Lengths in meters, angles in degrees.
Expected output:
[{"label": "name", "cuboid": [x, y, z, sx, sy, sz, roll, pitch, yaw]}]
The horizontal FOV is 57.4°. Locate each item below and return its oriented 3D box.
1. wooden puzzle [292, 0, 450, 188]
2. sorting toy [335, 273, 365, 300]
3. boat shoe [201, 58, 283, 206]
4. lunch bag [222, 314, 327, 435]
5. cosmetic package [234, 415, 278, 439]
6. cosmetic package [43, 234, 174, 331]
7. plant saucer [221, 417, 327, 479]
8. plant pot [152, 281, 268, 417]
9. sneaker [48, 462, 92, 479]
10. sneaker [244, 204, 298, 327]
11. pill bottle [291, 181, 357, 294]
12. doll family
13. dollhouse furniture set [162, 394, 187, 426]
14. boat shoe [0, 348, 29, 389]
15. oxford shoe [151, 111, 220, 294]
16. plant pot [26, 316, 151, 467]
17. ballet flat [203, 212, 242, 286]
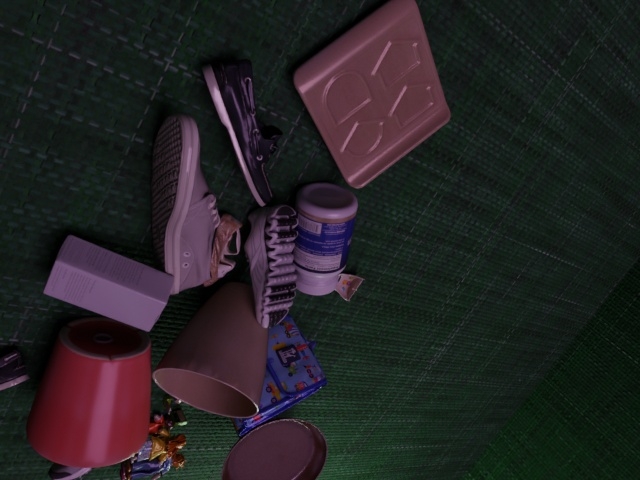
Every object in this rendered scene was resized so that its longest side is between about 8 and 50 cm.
[{"label": "wooden puzzle", "cuboid": [0.123, -0.339, 1.359, 0.322, 0.080, 0.347, -38, 131, -5]}, {"label": "sorting toy", "cuboid": [0.073, 0.125, 1.705, 0.075, 0.045, 0.083, 23, 109, -36]}, {"label": "boat shoe", "cuboid": [-0.138, -0.223, 1.225, 0.113, 0.127, 0.340, -22, 124, -4]}, {"label": "lunch bag", "cuboid": [-0.137, 0.351, 1.594, 0.293, 0.221, 0.138, -22, 155, -26]}, {"label": "cosmetic package", "cuboid": [-0.140, 0.689, 1.857, 0.138, 0.224, 0.224, -31, 135, -8]}, {"label": "cosmetic package", "cuboid": [-0.436, 0.091, 1.211, 0.231, 0.085, 0.117, 25, 130, -20]}, {"label": "plant saucer", "cuboid": [-0.131, 0.618, 1.643, 0.311, 0.050, 0.310, -8, 114, -20]}, {"label": "plant pot", "cuboid": [-0.228, 0.249, 1.416, 0.256, 0.257, 0.274, 63, 36, -45]}, {"label": "sneaker", "cuboid": [-0.593, 0.519, 1.518, 0.272, 0.100, 0.108, -36, 112, -2]}, {"label": "sneaker", "cuboid": [-0.125, 0.060, 1.393, 0.110, 0.118, 0.292, 5, 89, -56]}, {"label": "pill bottle", "cuboid": [0.000, 0.000, 1.474, 0.153, 0.153, 0.264, -12, 129, -28]}, {"label": "doll family", "cuboid": [-0.462, 0.611, 1.647, 0.163, 0.118, 0.262, -4, 124, -33]}, {"label": "dollhouse furniture set", "cuboid": [-0.385, 0.437, 1.610, 0.076, 0.058, 0.151, 0, 122, -35]}, {"label": "boat shoe", "cuboid": [-0.755, 0.302, 1.251, 0.233, 0.084, 0.079, -17, 93, -15]}, {"label": "oxford shoe", "cuboid": [-0.276, -0.069, 1.223, 0.130, 0.169, 0.449, -10, 135, -25]}, {"label": "plant pot", "cuboid": [-0.502, 0.321, 1.312, 0.275, 0.275, 0.243, 3, 110, -37]}, {"label": "ballet flat", "cuboid": [-0.231, 0.033, 1.390, 0.067, 0.073, 0.206, 20, 119, 4]}]
